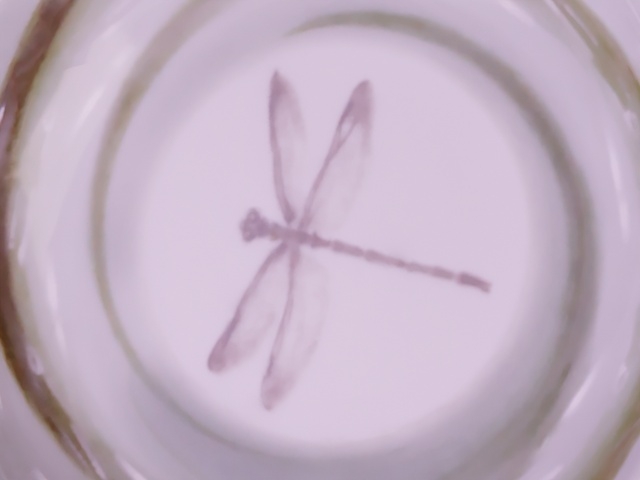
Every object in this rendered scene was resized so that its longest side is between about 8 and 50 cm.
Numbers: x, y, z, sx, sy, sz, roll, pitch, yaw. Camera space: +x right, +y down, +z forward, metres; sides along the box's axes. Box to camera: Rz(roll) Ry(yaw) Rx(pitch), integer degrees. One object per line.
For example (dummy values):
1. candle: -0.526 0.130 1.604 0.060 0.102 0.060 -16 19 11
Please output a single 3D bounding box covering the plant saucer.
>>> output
1. plant saucer: 0.000 0.000 0.806 0.400 0.100 0.400 -2 83 17
